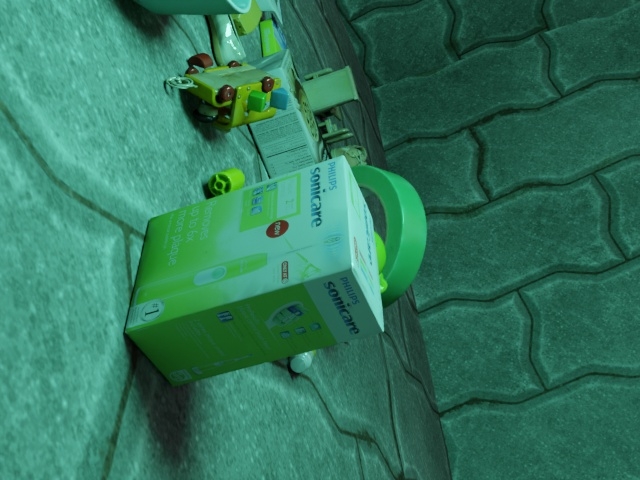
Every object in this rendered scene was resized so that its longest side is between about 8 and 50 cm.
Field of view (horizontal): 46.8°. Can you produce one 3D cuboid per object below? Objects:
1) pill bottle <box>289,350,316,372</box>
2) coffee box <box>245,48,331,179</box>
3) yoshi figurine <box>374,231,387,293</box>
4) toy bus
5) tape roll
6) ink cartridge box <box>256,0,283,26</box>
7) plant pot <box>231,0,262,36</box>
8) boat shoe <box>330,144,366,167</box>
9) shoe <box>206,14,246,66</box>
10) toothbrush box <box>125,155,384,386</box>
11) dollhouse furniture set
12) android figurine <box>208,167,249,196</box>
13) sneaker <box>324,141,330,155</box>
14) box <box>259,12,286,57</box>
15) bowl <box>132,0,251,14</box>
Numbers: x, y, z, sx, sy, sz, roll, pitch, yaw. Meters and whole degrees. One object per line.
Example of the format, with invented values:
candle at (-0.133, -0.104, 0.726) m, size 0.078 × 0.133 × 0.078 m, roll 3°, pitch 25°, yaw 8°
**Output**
pill bottle at (-0.035, 0.224, 1.421) m, size 0.083 × 0.043 × 0.043 m, roll -53°, pitch 126°, yaw -74°
coffee box at (-0.077, -0.253, 1.654) m, size 0.168 × 0.119 × 0.297 m, roll -84°, pitch 154°, yaw -61°
yoshi figurine at (0.035, 0.034, 1.418) m, size 0.362 × 0.203 × 0.203 m, roll -130°, pitch -139°, yaw -75°
toy bus at (-0.164, -0.243, 1.290) m, size 0.191 × 0.202 × 0.104 m, roll -99°, pitch -162°, yaw -58°
tape roll at (0.090, -0.003, 1.639) m, size 0.077 × 0.321 × 0.321 m, roll 12°, pitch 57°, yaw -40°
ink cartridge box at (-0.194, -0.714, 1.851) m, size 0.371 × 0.069 × 0.176 m, roll 52°, pitch 24°, yaw -53°
plant pot at (-0.182, -0.483, 1.593) m, size 0.081 × 0.081 × 0.083 m, roll 59°, pitch 30°, yaw -49°
boat shoe at (0.101, -0.272, 2.493) m, size 0.302 × 0.098 × 0.109 m, roll -55°, pitch 128°, yaw -74°
shoe at (-0.201, -0.459, 1.515) m, size 0.076 × 0.058 × 0.219 m, roll 22°, pitch 53°, yaw -74°
toothbrush box at (-0.078, 0.038, 0.925) m, size 0.206 × 0.283 × 0.122 m, roll -91°, pitch 161°, yaw -47°
dollhouse furniture set at (0.051, -0.446, 2.348) m, size 0.242 × 0.161 × 0.212 m, roll 11°, pitch 64°, yaw -76°
android figurine at (-0.129, -0.003, 1.278) m, size 0.273 × 0.056 × 0.248 m, roll -40°, pitch 113°, yaw -74°
sneaker at (0.003, -0.213, 2.037) m, size 0.090 × 0.081 × 0.232 m, roll -82°, pitch 152°, yaw -46°
box at (-0.119, -0.499, 1.952) m, size 0.109 × 0.042 × 0.178 m, roll 57°, pitch 21°, yaw -54°
bowl at (-0.239, -0.475, 1.134) m, size 0.311 × 0.163 × 0.311 m, roll -16°, pitch 90°, yaw -77°
